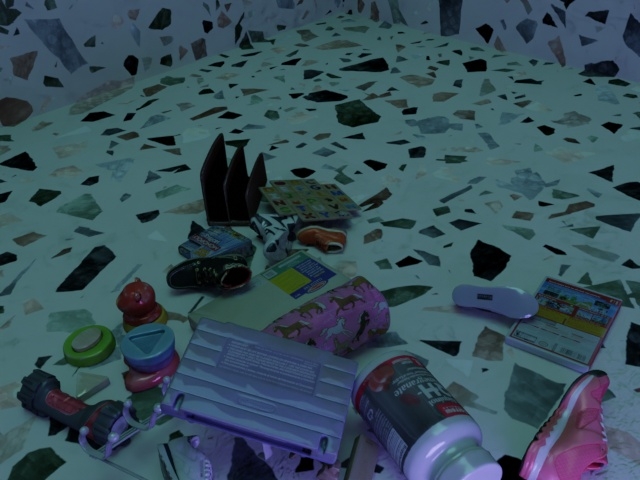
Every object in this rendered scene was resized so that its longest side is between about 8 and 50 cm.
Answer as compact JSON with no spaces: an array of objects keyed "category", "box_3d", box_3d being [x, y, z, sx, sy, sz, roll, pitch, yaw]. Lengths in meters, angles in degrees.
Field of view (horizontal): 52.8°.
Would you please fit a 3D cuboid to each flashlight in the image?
[{"category":"flashlight","box_3d":[-0.557,0.374,1.468,0.304,0.103,0.103,17,42,27]}]

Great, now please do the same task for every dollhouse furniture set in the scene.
[{"category":"dollhouse furniture set","box_3d":[0.022,0.453,1.355,0.151,0.123,0.144,33,39,-7]}]

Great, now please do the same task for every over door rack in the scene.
[{"category":"over door rack","box_3d":[-0.290,0.387,1.288,0.324,0.108,0.239,17,29,34]}]

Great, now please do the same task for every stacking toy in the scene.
[{"category":"stacking toy","box_3d":[-0.513,0.240,1.629,0.280,0.130,0.309,-18,37,-18]}]

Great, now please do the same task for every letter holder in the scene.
[{"category":"letter holder","box_3d":[-0.289,-0.220,2.180,0.152,0.214,0.302,0,35,7]}]

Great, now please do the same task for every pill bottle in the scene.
[{"category":"pill bottle","box_3d":[0.211,0.383,1.303,0.176,0.176,0.318,-20,38,-20]}]

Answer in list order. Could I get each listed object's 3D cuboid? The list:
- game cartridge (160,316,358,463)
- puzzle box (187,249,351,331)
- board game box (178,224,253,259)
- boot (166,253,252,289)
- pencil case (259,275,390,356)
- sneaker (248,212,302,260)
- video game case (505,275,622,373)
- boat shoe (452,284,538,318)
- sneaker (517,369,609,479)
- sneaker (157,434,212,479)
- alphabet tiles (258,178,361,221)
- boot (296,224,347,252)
[{"category":"game cartridge","box_3d":[-0.115,0.296,1.316,0.355,0.068,0.230,16,42,3]},{"category":"puzzle box","box_3d":[-0.111,0.182,1.732,0.409,0.052,0.272,-30,42,-31]},{"category":"board game box","box_3d":[-0.342,0.030,1.968,0.194,0.060,0.194,26,44,36]},{"category":"boot","box_3d":[-0.308,0.096,1.796,0.236,0.085,0.178,-12,11,-13]},{"category":"pencil case","box_3d":[-0.005,0.231,1.548,0.386,0.167,0.160,-28,64,-30]},{"category":"sneaker","box_3d":[-0.165,-0.018,1.986,0.153,0.094,0.235,7,37,18]},{"category":"video game case","box_3d":[0.620,0.204,1.638,0.204,0.025,0.285,20,42,31]},{"category":"boat shoe","box_3d":[0.456,0.154,1.678,0.219,0.077,0.070,10,-6,26]},{"category":"sneaker","box_3d":[0.533,0.401,1.322,0.136,0.116,0.314,33,56,27]},{"category":"sneaker","box_3d":[-0.256,0.484,1.299,0.095,0.090,0.235,-11,36,-25]},{"category":"alphabet tiles","box_3d":[-0.038,-0.140,2.143,0.285,0.011,0.342,-5,27,-22]},{"category":"boot","box_3d":[0.000,0.000,1.975,0.158,0.059,0.084,2,41,7]}]
